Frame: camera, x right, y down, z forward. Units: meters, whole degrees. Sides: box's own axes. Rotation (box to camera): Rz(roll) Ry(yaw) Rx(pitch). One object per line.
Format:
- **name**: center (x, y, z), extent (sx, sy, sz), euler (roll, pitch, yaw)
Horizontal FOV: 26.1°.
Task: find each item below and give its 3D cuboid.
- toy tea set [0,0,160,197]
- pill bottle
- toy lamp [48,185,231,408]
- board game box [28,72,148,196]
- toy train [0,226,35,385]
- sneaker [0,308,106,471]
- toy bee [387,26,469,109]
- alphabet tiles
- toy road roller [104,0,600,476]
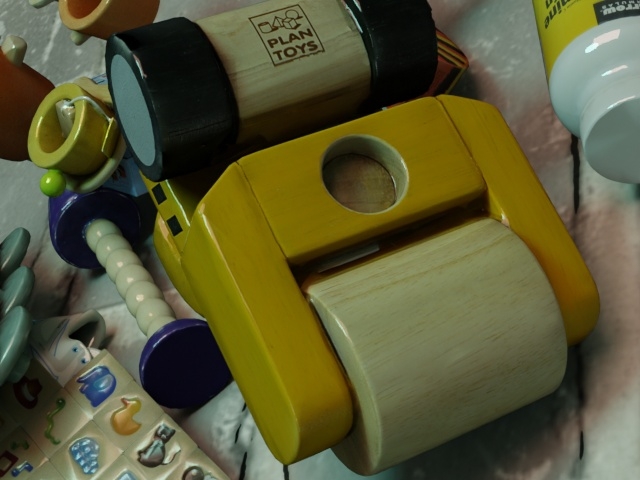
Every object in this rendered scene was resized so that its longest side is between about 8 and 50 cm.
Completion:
- **toy tea set**: center (-0.220, -0.203, 1.087), extent (0.200, 0.124, 0.336), euler (4, 76, 45)
- **pill bottle**: center (0.201, -0.127, 0.922), extent (0.103, 0.103, 0.184), euler (-22, 42, 20)
- **toy lamp**: center (-0.151, 0.024, 1.069), extent (0.080, 0.080, 0.275), euler (-41, 38, -3)
- **board game box**: center (-0.156, -0.101, 1.176), extent (0.160, 0.039, 0.211), euler (-28, 29, -33)
- **toy train**: center (-0.310, 0.070, 1.020), extent (0.190, 0.142, 0.334), euler (-52, 21, 9)
- **sneaker**: center (-0.192, 0.118, 1.021), extent (0.083, 0.071, 0.191), euler (-21, 42, 13)
- **toy bee**: center (0.030, -0.203, 1.108), extent (0.195, 0.162, 0.298), euler (-35, 68, 29)
- **alphabet tiles**: center (-0.173, 0.183, 0.910), extent (0.198, 0.009, 0.237), euler (-44, 52, -10)
- **toy road roller**: center (0.000, 0.000, 0.893), extent (0.202, 0.240, 0.329), euler (-20, 69, -21)
